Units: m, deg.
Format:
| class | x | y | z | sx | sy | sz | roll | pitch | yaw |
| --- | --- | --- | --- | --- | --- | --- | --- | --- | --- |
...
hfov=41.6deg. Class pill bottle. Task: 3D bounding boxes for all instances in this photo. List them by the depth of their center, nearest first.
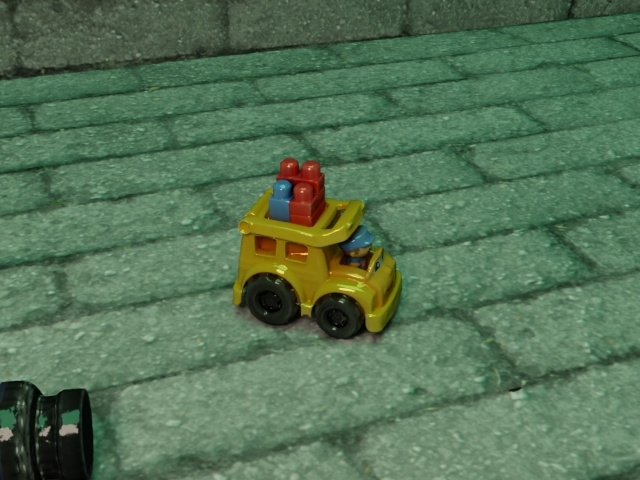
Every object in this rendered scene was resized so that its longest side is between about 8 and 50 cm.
| class | x | y | z | sx | sy | sz | roll | pitch | yaw |
| --- | --- | --- | --- | --- | --- | --- | --- | --- | --- |
| pill bottle | -0.347 | 0.206 | 0.851 | 0.219 | 0.122 | 0.123 | -4 | 31 | -9 |

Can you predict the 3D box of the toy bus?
| class | x | y | z | sx | sy | sz | roll | pitch | yaw |
| --- | --- | --- | --- | --- | --- | --- | --- | --- | --- |
| toy bus | 0.000 | 0.000 | 1.127 | 0.220 | 0.211 | 0.149 | 12 | 31 | 15 |
